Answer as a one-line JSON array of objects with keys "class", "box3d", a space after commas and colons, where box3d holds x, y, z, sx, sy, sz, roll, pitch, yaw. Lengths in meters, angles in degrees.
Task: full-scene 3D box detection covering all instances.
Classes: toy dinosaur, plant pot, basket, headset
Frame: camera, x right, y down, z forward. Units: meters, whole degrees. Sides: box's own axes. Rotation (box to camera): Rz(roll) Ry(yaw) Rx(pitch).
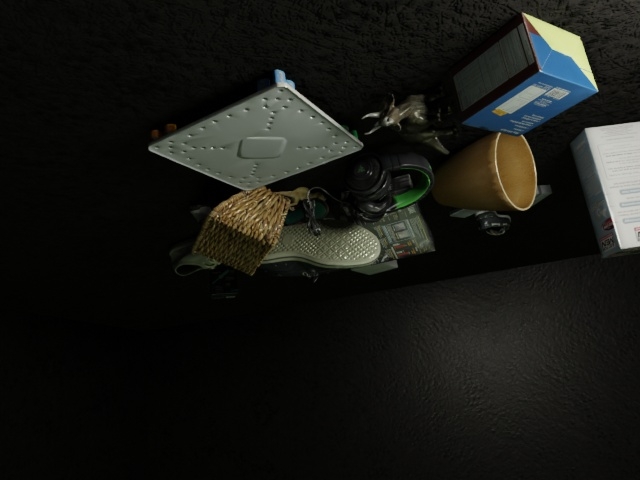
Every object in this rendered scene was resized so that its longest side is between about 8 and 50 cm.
[{"class": "toy dinosaur", "box3d": [-0.077, -0.144, 1.723, 0.183, 0.053, 0.093, 3, 144, -18]}, {"class": "plant pot", "box3d": [0.458, -0.183, 1.546, 0.237, 0.237, 0.254, 8, 167, -43]}, {"class": "basket", "box3d": [-0.250, -0.059, 1.661, 0.223, 0.214, 0.299, 23, 149, -12]}, {"class": "headset", "box3d": [0.144, -0.127, 1.552, 0.394, 0.185, 0.243, -11, 151, 1]}, {"class": "toy dinosaur", "box3d": [0.237, -0.292, 1.280, 0.160, 0.121, 0.313, -3, 173, 30]}]

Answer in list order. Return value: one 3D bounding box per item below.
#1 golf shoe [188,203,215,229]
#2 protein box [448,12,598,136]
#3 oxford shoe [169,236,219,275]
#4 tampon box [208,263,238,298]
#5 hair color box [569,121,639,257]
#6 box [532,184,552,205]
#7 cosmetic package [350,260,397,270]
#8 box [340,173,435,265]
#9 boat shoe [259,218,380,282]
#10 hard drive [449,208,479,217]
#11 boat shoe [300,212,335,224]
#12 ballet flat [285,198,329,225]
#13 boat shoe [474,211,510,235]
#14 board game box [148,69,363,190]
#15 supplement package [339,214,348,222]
[{"class": "golf shoe", "box3d": [-0.374, -0.061, 1.759, 0.077, 0.094, 0.198, -10, 162, 12]}, {"class": "protein box", "box3d": [0.423, -0.338, 1.116, 0.199, 0.136, 0.201, 3, 161, -33]}, {"class": "oxford shoe", "box3d": [-0.399, 0.036, 2.017, 0.449, 0.130, 0.169, -19, 158, 29]}, {"class": "tampon box", "box3d": [-0.443, 0.175, 2.400, 0.120, 0.161, 0.101, -2, 163, -16]}, {"class": "hair color box", "box3d": [0.890, -0.150, 1.549, 0.185, 0.375, 0.113, -7, 164, -2]}, {"class": "box", "box3d": [0.769, -0.167, 2.035, 0.186, 0.038, 0.145, -3, 163, -12]}, {"class": "cosmetic package", "box3d": [0.228, 0.056, 2.331, 0.151, 0.151, 0.183, -17, 162, 27]}, {"class": "box", "box3d": [0.235, -0.062, 1.811, 0.242, 0.077, 0.307, -15, 131, 20]}, {"class": "boat shoe", "box3d": [-0.026, 0.041, 1.818, 0.500, 0.187, 0.156, -3, 144, 24]}, {"class": "hard drive", "box3d": [0.601, -0.126, 2.120, 0.094, 0.022, 0.135, 4, 160, -35]}, {"class": "boat shoe", "box3d": [-0.059, -0.032, 1.975, 0.113, 0.105, 0.306, 10, 143, -33]}, {"class": "ballet flat", "box3d": [-0.037, -0.102, 1.838, 0.221, 0.077, 0.079, -17, 180, 44]}, {"class": "boat shoe", "box3d": [0.746, -0.065, 2.272, 0.114, 0.091, 0.302, -21, 159, 38]}, {"class": "board game box", "box3d": [-0.148, -0.249, 1.303, 0.389, 0.050, 0.390, -17, 162, 26]}, {"class": "supplement package", "box3d": [0.213, -0.017, 2.089, 0.204, 0.145, 0.262, -13, 163, 15]}]
